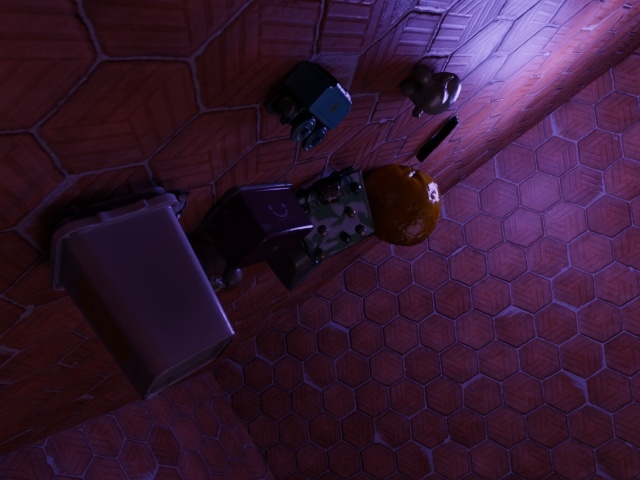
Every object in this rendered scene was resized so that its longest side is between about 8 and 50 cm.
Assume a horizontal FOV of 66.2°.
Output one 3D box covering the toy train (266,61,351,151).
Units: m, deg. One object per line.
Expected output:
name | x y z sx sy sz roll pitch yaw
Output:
toy train | -0.020 -0.283 1.043 0.154 0.107 0.198 -45 165 11

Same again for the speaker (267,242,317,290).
speaker | -0.088 0.042 1.911 0.184 0.183 0.406 -37 169 -17

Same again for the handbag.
handbag | 0.041 -0.076 1.628 0.268 0.100 0.274 -25 126 -13

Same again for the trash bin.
trash bin | -0.338 0.097 0.999 0.296 0.368 0.256 -25 163 -41

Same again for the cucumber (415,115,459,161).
cucumber | 0.479 -0.414 1.997 0.044 0.043 0.257 -30 167 -43

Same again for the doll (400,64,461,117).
doll | 0.333 -0.421 1.420 0.155 0.113 0.275 -46 163 29

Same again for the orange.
orange | 0.300 -0.146 1.884 0.340 0.340 0.293 -16 134 -56

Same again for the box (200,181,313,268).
box | -0.169 -0.041 1.402 0.193 0.167 0.294 -41 166 32

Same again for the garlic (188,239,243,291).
garlic | -0.332 0.072 1.385 0.214 0.191 0.160 -27 139 -33
